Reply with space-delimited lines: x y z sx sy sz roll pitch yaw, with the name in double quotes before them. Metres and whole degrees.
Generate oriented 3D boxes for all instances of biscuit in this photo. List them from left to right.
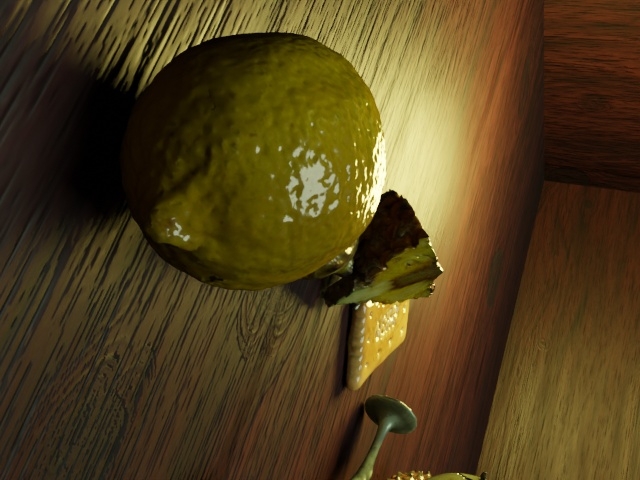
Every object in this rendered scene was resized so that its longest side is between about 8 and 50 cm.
"biscuit" 0.104 0.140 1.122 0.249 0.030 0.160 -22 120 -63

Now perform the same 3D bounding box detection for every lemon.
"lemon" -0.045 -0.060 0.499 0.256 0.188 0.189 -39 135 -55

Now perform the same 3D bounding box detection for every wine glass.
"wine glass" 0.040 0.329 0.998 0.310 0.096 0.265 -55 142 -42

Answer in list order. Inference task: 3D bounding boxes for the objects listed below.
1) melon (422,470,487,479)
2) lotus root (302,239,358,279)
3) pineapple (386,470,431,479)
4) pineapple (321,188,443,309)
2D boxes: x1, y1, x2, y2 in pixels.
"melon" 0.195 0.511 1.002 0.330 0.268 0.268 -63 154 -11
"lotus root" 0.000 0.000 0.760 0.108 0.094 0.190 -38 166 3
"pineapple" 0.179 0.530 1.308 0.193 0.166 0.167 -26 123 -65
"pineapple" 0.068 0.018 0.931 0.140 0.164 0.250 67 7 22
